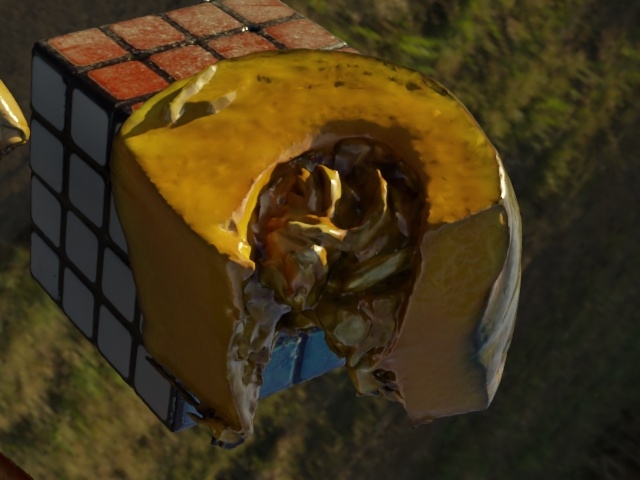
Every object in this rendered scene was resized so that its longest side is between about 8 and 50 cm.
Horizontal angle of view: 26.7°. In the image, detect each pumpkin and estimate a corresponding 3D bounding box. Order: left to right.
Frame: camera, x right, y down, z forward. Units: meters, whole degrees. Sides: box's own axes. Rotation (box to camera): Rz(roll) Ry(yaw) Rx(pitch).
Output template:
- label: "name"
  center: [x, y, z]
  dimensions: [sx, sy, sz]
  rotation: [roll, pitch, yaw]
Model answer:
- label: "pumpkin"
  center: [0.000, 0.000, 1.024]
  dimensions: [0.303, 0.256, 0.225]
  rotation: [-7, 137, -6]

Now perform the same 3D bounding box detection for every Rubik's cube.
- label: "Rubik's cube"
  center: [-0.106, -0.048, 1.539]
  dimensions: [0.344, 0.343, 0.337]
  rotation: [-20, 134, -34]

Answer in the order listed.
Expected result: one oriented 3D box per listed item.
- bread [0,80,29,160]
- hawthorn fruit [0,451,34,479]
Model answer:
- label: "bread"
  center: [-0.250, -0.110, 0.913]
  dimensions: [0.053, 0.132, 0.074]
  rotation: [-40, -177, -4]
- label: "hawthorn fruit"
  center: [-0.311, 0.223, 1.080]
  dimensions: [0.157, 0.194, 0.157]
  rotation: [-48, 172, -9]
